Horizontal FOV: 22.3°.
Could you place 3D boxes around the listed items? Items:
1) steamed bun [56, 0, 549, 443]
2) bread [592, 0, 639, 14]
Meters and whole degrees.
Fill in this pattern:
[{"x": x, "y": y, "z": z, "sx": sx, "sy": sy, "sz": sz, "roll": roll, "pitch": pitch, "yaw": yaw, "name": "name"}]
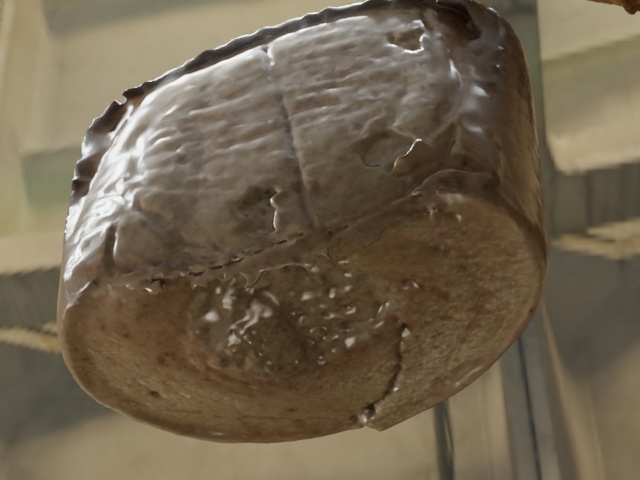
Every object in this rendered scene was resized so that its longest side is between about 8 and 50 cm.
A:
[{"x": 0.000, "y": 0.000, "z": 1.009, "sx": 0.301, "sy": 0.199, "sz": 0.251, "roll": -15, "pitch": -143, "yaw": 11, "name": "steamed bun"}, {"x": 0.314, "y": -0.332, "z": 1.557, "sx": 0.135, "sy": 0.232, "sz": 0.247, "roll": 9, "pitch": -90, "yaw": 33, "name": "bread"}]
